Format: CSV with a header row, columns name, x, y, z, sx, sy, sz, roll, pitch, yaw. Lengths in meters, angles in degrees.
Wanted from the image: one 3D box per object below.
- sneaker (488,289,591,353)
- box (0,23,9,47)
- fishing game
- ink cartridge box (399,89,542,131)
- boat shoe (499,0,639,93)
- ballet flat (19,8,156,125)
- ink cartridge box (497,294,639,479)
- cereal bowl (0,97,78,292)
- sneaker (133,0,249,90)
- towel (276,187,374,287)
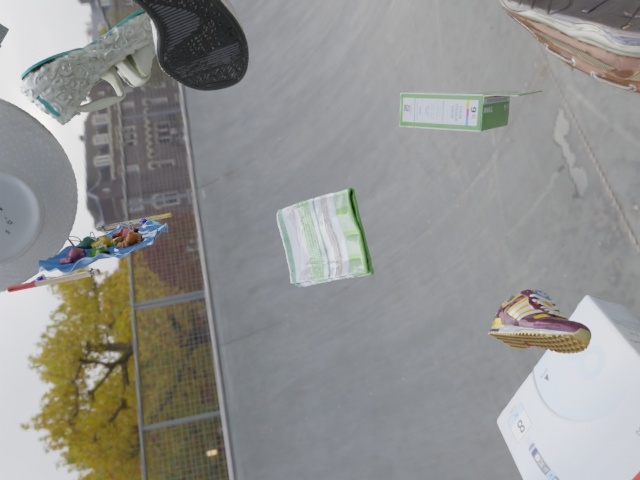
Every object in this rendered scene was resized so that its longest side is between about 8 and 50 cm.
name,x,y,z,sx,sy,sz,roll,pitch,yaw
sneaker,0.304,0.104,0.823,0.083,0.070,0.185,-65,15,-14
box,-0.699,-0.424,1.014,0.063,0.324,0.067,-60,1,0
fishing game,-0.312,0.000,0.853,0.264,0.189,0.041,-61,-41,-68
ink cartridge box,0.248,-0.219,0.995,0.209,0.109,0.062,11,110,38
boat shoe,0.361,-0.292,0.831,0.116,0.123,0.324,64,178,-41
ballet flat,-0.445,-0.360,1.248,0.409,0.147,0.147,-55,-30,-44
ink cartridge box,0.432,0.317,0.881,0.385,0.091,0.308,-100,30,-59
cereal bowl,-0.535,-0.056,0.920,0.141,0.339,0.338,25,133,41
sneaker,-0.159,-0.303,0.633,0.295,0.124,0.178,67,-166,-71
towel,0.000,0.000,0.764,0.152,0.023,0.113,-13,92,51
